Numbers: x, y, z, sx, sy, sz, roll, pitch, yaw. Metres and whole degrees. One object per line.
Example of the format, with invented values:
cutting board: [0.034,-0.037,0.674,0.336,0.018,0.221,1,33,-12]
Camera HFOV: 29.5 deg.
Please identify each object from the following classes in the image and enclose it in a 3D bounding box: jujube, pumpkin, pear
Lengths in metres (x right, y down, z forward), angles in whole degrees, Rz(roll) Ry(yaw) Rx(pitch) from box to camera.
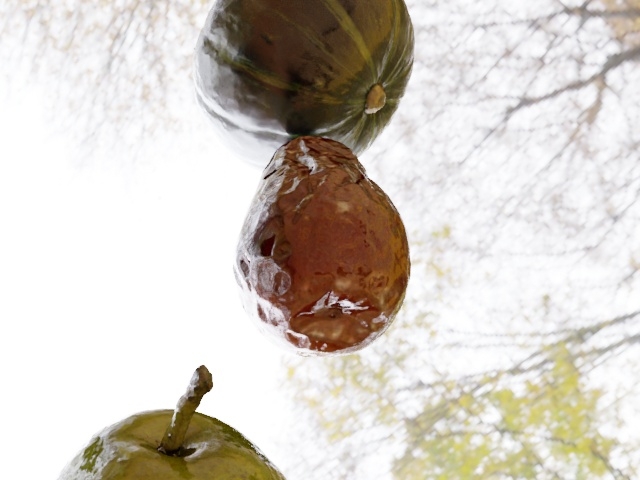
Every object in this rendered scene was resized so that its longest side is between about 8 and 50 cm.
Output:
jujube: [0.000,0.000,1.239,0.190,0.190,0.255,23,-144,-18]
pumpkin: [-0.017,-0.235,1.628,0.323,0.323,0.241,-21,-135,-42]
pear: [-0.083,0.160,0.671,0.166,0.216,0.180,-5,-159,-14]
